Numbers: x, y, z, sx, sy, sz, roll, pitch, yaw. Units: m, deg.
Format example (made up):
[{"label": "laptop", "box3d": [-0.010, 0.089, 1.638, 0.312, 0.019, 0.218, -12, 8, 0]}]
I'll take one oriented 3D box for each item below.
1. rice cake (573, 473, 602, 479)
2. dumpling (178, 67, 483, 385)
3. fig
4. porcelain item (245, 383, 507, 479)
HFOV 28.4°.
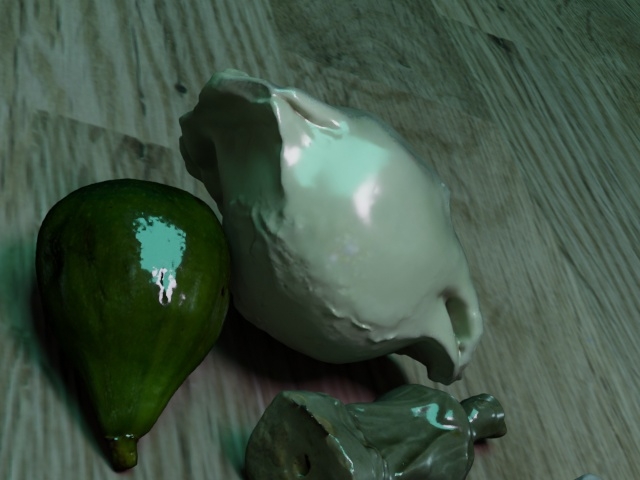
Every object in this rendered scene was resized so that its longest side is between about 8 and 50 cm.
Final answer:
[{"label": "rice cake", "box3d": [0.070, 0.212, 0.647, 0.064, 0.070, 0.399, 42, 31, 22]}, {"label": "dumpling", "box3d": [0.000, 0.000, 0.825, 0.258, 0.193, 0.147, 47, 66, -14]}, {"label": "fig", "box3d": [-0.104, 0.043, 0.728, 0.117, 0.117, 0.177, 15, 43, -25]}, {"label": "porcelain item", "box3d": [0.055, 0.126, 0.780, 0.215, 0.069, 0.081, -1, 37, -50]}]
